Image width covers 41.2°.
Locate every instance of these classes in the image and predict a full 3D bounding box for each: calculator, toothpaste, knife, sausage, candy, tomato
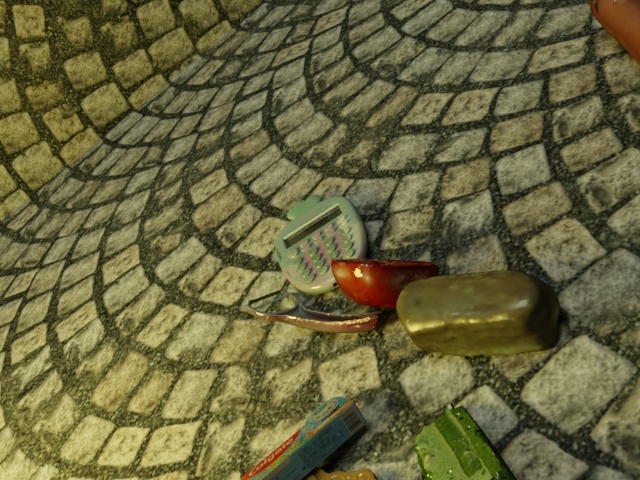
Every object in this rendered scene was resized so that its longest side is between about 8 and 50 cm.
[{"bbox_3d":[0.000,0.000,1.661,0.185,0.041,0.299,-33,33,5],"label":"calculator"},{"bbox_3d":[-0.026,0.310,1.267,0.193,0.044,0.070,-36,13,-20],"label":"toothpaste"},{"bbox_3d":[0.005,0.129,1.494,0.278,0.053,0.123,6,21,41],"label":"knife"},{"bbox_3d":[0.587,-0.353,1.511,0.094,0.094,0.419,-48,28,25],"label":"sausage"},{"bbox_3d":[0.232,0.109,1.259,0.234,0.104,0.102,-11,46,35],"label":"candy"},{"bbox_3d":[0.101,0.071,1.431,0.174,0.166,0.082,-177,88,-66],"label":"tomato"}]

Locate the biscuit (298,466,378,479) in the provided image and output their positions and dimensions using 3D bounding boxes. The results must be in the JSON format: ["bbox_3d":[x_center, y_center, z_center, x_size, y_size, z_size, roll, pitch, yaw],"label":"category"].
[{"bbox_3d":[-0.017,0.387,1.211,0.236,0.040,0.144,-8,37,33],"label":"biscuit"}]

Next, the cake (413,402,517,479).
[{"bbox_3d":[0.194,0.309,1.111,0.100,0.099,0.235,-37,12,2],"label":"cake"}]
